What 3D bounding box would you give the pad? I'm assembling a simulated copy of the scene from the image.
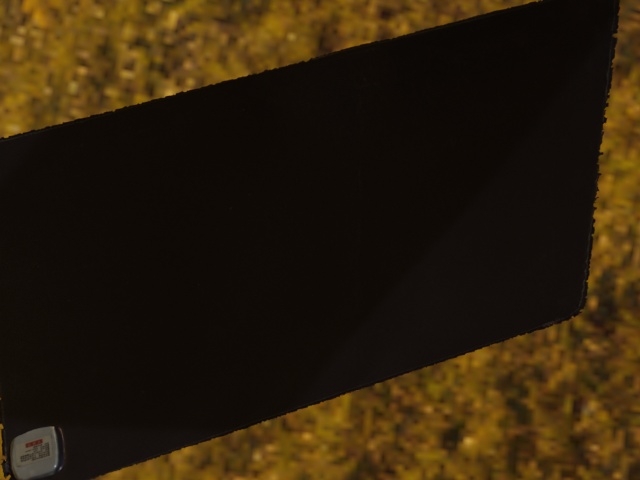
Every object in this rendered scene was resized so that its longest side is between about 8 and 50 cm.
[{"bbox_3d":[0.000,0.000,0.530,0.004,0.193,0.116,46,144,46],"label":"pad"}]
